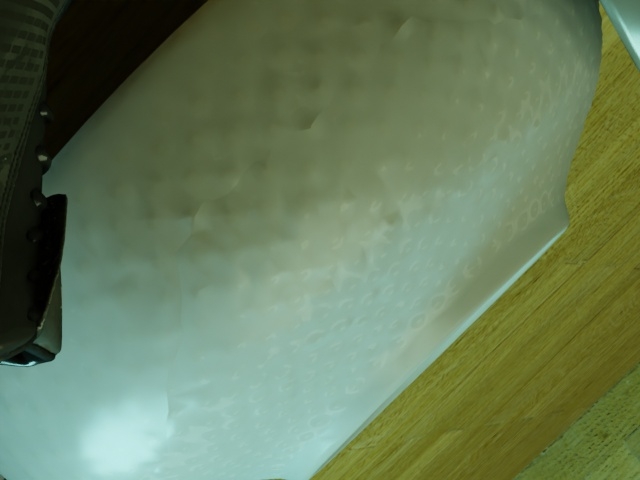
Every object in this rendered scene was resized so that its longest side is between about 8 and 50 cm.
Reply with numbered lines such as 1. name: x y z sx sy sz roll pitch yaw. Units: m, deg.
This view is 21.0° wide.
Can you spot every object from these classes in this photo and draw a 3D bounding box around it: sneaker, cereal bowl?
1. sneaker: -0.115 -0.012 0.535 0.078 0.106 0.234 -14 -136 61
2. cereal bowl: 0.000 0.000 0.737 0.339 0.141 0.339 -43 174 -6

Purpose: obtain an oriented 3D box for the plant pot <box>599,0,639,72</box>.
1. plant pot: 0.221 -0.184 0.651 0.280 0.323 0.323 -29 165 15

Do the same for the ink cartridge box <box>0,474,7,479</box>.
1. ink cartridge box: -0.148 0.159 0.996 0.235 0.088 0.193 -33 159 -19
